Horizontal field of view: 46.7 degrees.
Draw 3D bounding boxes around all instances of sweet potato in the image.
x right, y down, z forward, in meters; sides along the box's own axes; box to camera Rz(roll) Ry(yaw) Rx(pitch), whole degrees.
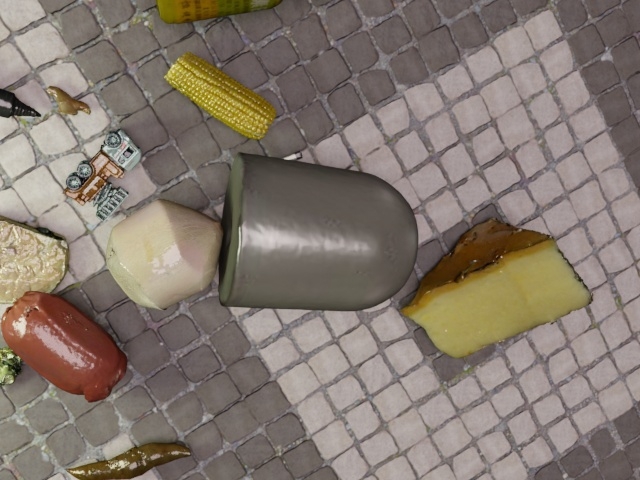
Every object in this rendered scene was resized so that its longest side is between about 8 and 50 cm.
[{"bbox_3d":[-0.422,0.491,1.634,0.274,0.067,0.067,-11,99,-9],"label":"sweet potato"}]

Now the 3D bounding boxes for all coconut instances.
[{"bbox_3d":[-0.311,0.023,1.528,0.234,0.224,0.224,-39,103,-6],"label":"coconut"}]

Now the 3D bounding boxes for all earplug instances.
[{"bbox_3d":[0.000,0.000,1.535,0.394,0.312,0.312,7,96,-14],"label":"earplug"}]

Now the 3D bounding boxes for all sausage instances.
[{"bbox_3d":[-0.525,0.219,1.532,0.152,0.152,0.280,-46,104,-3],"label":"sausage"}]

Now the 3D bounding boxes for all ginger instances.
[{"bbox_3d":[-0.524,-0.279,1.531,0.097,0.030,0.048,30,62,-16],"label":"ginger"}]

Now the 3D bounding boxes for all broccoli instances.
[{"bbox_3d":[-0.663,0.270,1.541,0.097,0.092,0.095,-9,113,-29],"label":"broccoli"}]

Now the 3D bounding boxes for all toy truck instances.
[{"bbox_3d":[-0.440,-0.139,1.542,0.115,0.080,0.177,41,89,-19],"label":"toy truck"}]

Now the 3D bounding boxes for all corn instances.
[{"bbox_3d":[-0.208,-0.303,1.563,0.244,0.093,0.093,31,90,-13],"label":"corn"}]

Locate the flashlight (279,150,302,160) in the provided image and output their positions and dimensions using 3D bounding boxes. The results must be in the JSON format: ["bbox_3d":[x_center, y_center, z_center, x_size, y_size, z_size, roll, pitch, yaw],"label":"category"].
[{"bbox_3d":[-0.081,-0.177,1.643,0.083,0.018,0.018,-22,100,-8],"label":"flashlight"}]

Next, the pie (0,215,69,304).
[{"bbox_3d":[-0.640,0.045,1.536,0.218,0.052,0.185,22,91,-16],"label":"pie"}]

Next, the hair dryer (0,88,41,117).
[{"bbox_3d":[-0.727,-0.320,1.460,0.352,0.107,0.189,15,92,-21],"label":"hair dryer"}]

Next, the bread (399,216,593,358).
[{"bbox_3d":[0.400,0.125,1.664,0.315,0.279,0.248,-48,111,-15],"label":"bread"}]

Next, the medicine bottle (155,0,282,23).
[{"bbox_3d":[-0.150,-0.570,1.475,0.384,0.224,0.224,-14,100,-10],"label":"medicine bottle"}]
